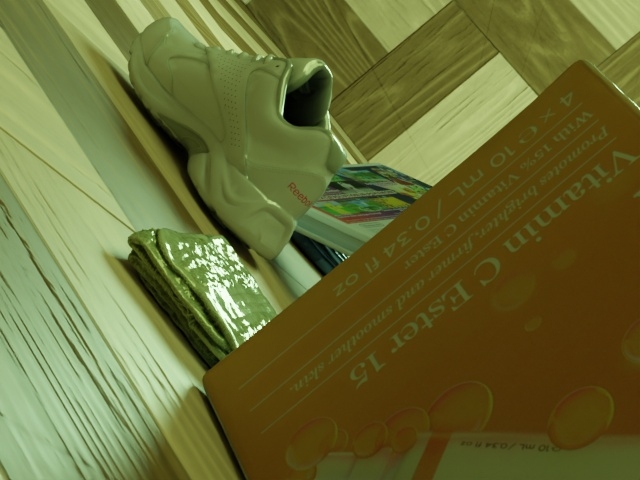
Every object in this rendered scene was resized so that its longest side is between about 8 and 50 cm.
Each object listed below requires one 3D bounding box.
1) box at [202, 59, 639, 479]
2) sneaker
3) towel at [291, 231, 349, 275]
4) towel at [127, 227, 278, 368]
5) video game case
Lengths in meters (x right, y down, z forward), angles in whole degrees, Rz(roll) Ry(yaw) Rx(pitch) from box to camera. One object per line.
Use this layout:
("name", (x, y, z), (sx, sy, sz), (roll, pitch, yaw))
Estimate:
("box", (0.125, 0.121, 0.686), (0.168, 0.215, 0.345), (47, 6, -34))
("sneaker", (-0.047, -0.089, 1.262), (0.090, 0.115, 0.232), (45, 7, -48))
("towel", (0.000, 0.000, 1.532), (0.119, 0.029, 0.067), (48, 5, -26))
("towel", (-0.040, 0.039, 0.895), (0.110, 0.027, 0.148), (52, 5, 7))
("video game case", (0.058, -0.012, 1.343), (0.183, 0.023, 0.201), (26, 18, 30))
